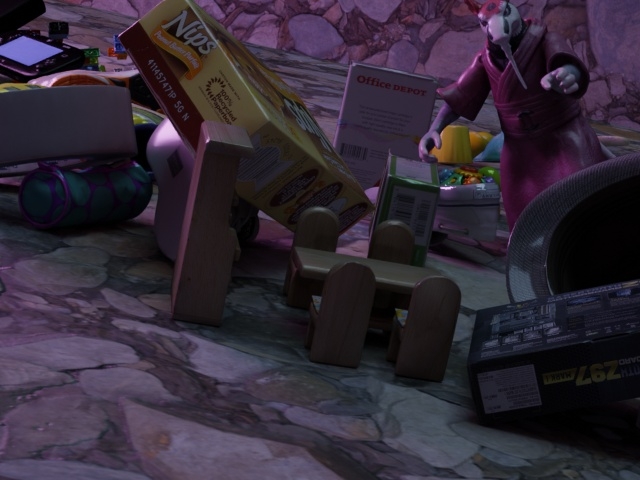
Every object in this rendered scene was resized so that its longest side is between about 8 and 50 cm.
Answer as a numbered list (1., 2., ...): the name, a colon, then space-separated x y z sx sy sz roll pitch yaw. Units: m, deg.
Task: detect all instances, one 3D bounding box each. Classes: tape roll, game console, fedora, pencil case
1. tape roll: -0.307 -0.112 1.555 0.219 0.072 0.219 -7 0 0
2. game console: -0.486 -0.311 2.270 0.213 0.044 0.361 -39 41 -27
3. fedora: 0.334 0.035 1.450 0.276 0.243 0.124 -18 -40 19
4. pencil case: -0.243 -0.051 1.522 0.065 0.070 0.152 18 15 26

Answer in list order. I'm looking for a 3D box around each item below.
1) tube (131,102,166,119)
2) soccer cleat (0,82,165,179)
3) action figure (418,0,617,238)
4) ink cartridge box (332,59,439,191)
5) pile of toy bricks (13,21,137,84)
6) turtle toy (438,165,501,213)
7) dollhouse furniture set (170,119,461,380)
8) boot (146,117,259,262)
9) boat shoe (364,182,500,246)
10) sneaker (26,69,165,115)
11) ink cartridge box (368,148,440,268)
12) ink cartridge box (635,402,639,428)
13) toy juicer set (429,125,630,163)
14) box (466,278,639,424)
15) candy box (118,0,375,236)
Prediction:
1. tube: -0.179 -0.128 1.983 0.240 0.062 0.070 18 56 5
2. soccer cleat: -0.302 -0.127 1.767 0.289 0.093 0.121 5 21 -26
3. action figure: 0.283 -0.160 1.805 0.248 0.370 0.276 -3 24 43
4. ink cartridge box: 0.087 -0.156 2.061 0.128 0.175 0.072 12 12 -1
5. pile of toy bricks: -0.398 -0.280 2.393 0.212 0.118 0.105 -2 -23 -15
6. turtle toy: 0.210 -0.071 2.051 0.095 0.066 0.130 21 15 35
7. dollhouse furniture set: 0.000 0.000 1.308 0.242 0.161 0.212 10 12 -9
8. boot: -0.106 -0.036 1.537 0.123 0.095 0.258 37 21 -30
9. boat shoe: 0.128 -0.030 1.779 0.083 0.075 0.226 -2 2 -32
10. sneaker: -0.314 -0.213 2.138 0.262 0.099 0.121 2 11 -43
11. ink cartridge box: 0.095 -0.034 1.674 0.062 0.108 0.209 12 12 0
12. ink cartridge box: 0.427 0.145 1.293 0.186 0.065 0.311 19 17 33
13. toy juicer set: 0.325 -0.140 2.456 0.329 0.089 0.209 1 1 -12
14. box: 0.242 0.082 1.213 0.233 0.059 0.183 -11 10 10
15. candy box: -0.068 -0.117 1.526 0.183 0.088 0.316 57 9 23
